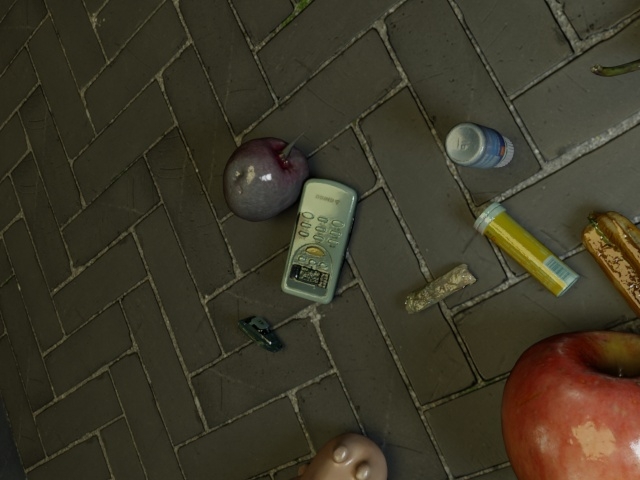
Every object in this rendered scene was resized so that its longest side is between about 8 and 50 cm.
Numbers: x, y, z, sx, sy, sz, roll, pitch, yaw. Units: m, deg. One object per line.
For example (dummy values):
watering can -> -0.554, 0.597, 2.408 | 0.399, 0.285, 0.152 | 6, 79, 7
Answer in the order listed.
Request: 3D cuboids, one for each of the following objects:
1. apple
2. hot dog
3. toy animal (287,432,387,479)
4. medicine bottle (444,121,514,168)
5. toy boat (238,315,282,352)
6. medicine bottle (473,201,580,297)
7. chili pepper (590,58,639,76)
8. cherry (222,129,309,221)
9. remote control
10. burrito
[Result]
apple -> 0.486, 0.330, 1.065 | 0.363, 0.363, 0.364 | 2, 94, 34
hot dog -> 0.573, 0.046, 1.158 | 0.250, 0.076, 0.104 | 59, 140, 21
toy animal -> 0.018, 0.595, 1.483 | 0.326, 0.269, 0.237 | -43, 66, -7
medicine bottle -> 0.315, -0.179, 1.240 | 0.083, 0.203, 0.084 | 1, 93, 32
toy boat -> -0.151, 0.248, 1.668 | 0.141, 0.055, 0.060 | 35, 118, 28
medicine bottle -> 0.407, 0.019, 1.267 | 0.218, 0.074, 0.074 | 46, 116, 22
chili pepper -> 0.637, -0.332, 1.056 | 0.338, 0.131, 0.135 | -27, 102, 28
cherry -> -0.135, -0.150, 1.544 | 0.184, 0.213, 0.266 | 53, 128, 30
remote control -> 0.000, 0.000, 1.533 | 0.140, 0.056, 0.297 | 16, 103, 7
burrito -> 0.258, 0.107, 1.391 | 0.171, 0.042, 0.051 | -34, 63, 29
